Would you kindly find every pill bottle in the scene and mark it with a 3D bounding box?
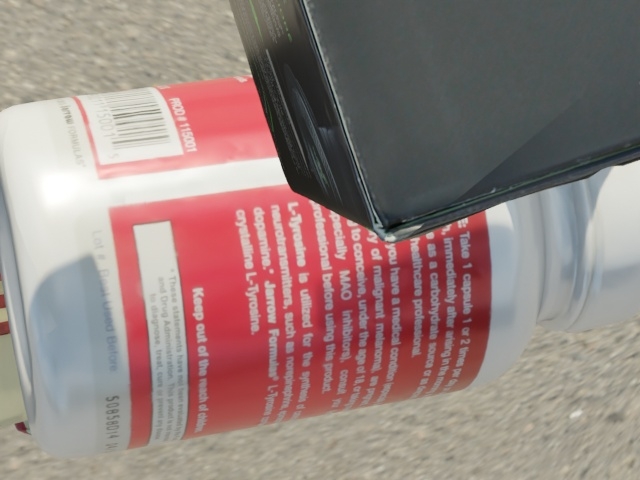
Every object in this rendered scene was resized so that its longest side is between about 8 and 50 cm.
[{"bbox_3d":[0.000,0.000,1.094,0.408,0.229,0.229,-8,86,-14],"label":"pill bottle"}]

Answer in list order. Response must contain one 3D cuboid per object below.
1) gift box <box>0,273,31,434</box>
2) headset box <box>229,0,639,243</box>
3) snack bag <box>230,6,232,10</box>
[{"bbox_3d":[-0.308,0.044,1.405,0.276,0.258,0.255,14,97,20],"label":"gift box"},{"bbox_3d":[0.096,-0.104,0.447,0.246,0.283,0.131,-18,95,-4],"label":"headset box"},{"bbox_3d":[0.107,-0.275,1.087,0.323,0.037,0.342,12,64,48],"label":"snack bag"}]
